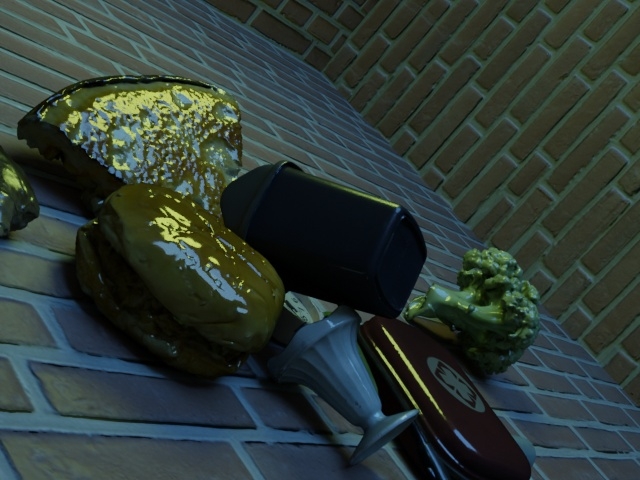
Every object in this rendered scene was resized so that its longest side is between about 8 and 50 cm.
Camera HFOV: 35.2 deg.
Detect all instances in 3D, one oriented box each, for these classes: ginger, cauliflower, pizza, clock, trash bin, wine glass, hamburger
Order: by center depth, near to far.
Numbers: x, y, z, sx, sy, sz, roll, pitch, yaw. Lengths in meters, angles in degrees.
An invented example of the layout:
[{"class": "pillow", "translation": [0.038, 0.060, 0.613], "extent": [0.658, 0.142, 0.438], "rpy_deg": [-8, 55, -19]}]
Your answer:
[{"class": "ginger", "translation": [-0.455, -0.111, 1.309], "extent": [0.333, 0.080, 0.166], "rpy_deg": [54, 8, 31]}, {"class": "hamburger", "translation": [-0.188, 0.045, 1.381], "extent": [0.318, 0.158, 0.318], "rpy_deg": [39, 13, -11]}, {"class": "wine glass", "translation": [0.035, 0.215, 1.476], "extent": [0.196, 0.165, 0.165], "rpy_deg": [54, 18, 17]}, {"class": "trash bin", "translation": [0.000, 0.000, 1.542], "extent": [0.290, 0.182, 0.209], "rpy_deg": [17, -20, 29]}, {"class": "pizza", "translation": [-0.252, -0.077, 1.606], "extent": [0.440, 0.130, 0.406], "rpy_deg": [-18, 82, -51]}, {"class": "clock", "translation": [-0.071, 0.108, 1.678], "extent": [0.229, 0.063, 0.155], "rpy_deg": [49, 14, 18]}, {"class": "cauliflower", "translation": [0.370, 0.144, 2.284], "extent": [0.281, 0.260, 0.327], "rpy_deg": [37, -6, -30]}]

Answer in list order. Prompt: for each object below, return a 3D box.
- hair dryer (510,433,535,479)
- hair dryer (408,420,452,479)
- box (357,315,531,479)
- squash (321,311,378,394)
[{"class": "hair dryer", "translation": [0.386, 0.450, 1.826], "extent": [0.131, 0.073, 0.236], "rpy_deg": [24, 25, -51]}, {"class": "hair dryer", "translation": [0.159, 0.355, 1.462], "extent": [0.195, 0.075, 0.219], "rpy_deg": [10, 47, -47]}, {"class": "box", "translation": [0.203, 0.289, 1.746], "extent": [0.263, 0.108, 0.404], "rpy_deg": [28, 19, -41]}, {"class": "squash", "translation": [0.040, 0.198, 1.690], "extent": [0.066, 0.066, 0.229], "rpy_deg": [30, 20, -36]}]
